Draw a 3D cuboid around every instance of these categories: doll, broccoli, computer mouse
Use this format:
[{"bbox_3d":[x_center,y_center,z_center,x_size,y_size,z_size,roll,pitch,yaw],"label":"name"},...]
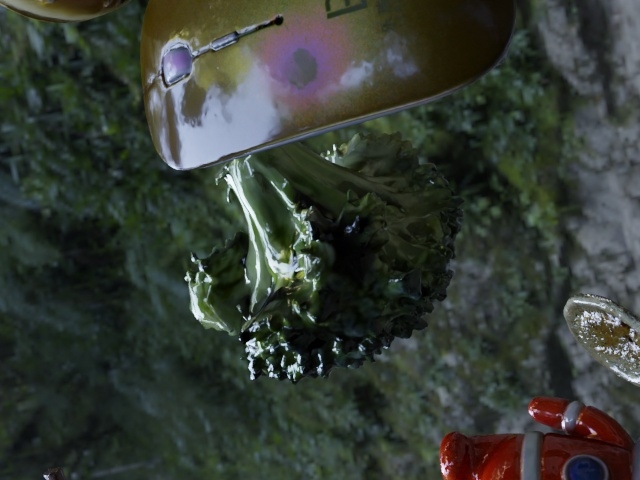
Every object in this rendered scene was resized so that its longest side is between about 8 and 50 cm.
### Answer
[{"bbox_3d":[0.264,0.207,1.021,0.105,0.336,0.200,65,-154,-46],"label":"doll"},{"bbox_3d":[0.008,-0.008,1.407,0.281,0.348,0.293,43,160,-12],"label":"broccoli"},{"bbox_3d":[-0.013,-0.147,0.862,0.072,0.310,0.158,8,-108,-58],"label":"computer mouse"}]

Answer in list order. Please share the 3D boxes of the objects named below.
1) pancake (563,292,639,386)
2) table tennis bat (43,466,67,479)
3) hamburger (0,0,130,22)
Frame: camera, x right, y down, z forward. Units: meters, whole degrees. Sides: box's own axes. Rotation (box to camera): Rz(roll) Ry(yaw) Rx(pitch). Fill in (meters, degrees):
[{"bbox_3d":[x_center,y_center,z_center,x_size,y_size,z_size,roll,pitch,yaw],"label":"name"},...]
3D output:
[{"bbox_3d":[0.335,0.110,1.384,0.151,0.025,0.152,42,162,17],"label":"pancake"},{"bbox_3d":[-0.262,0.325,1.485,0.170,0.107,0.119,66,-153,-13],"label":"table tennis bat"},{"bbox_3d":[-0.222,-0.324,0.982,0.176,0.300,0.300,10,120,40],"label":"hamburger"}]
